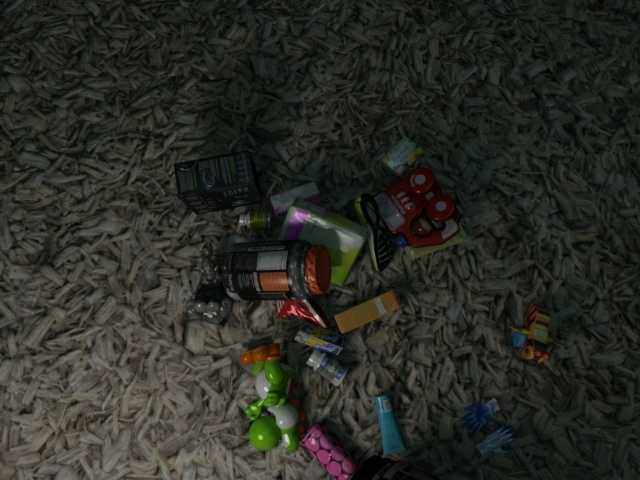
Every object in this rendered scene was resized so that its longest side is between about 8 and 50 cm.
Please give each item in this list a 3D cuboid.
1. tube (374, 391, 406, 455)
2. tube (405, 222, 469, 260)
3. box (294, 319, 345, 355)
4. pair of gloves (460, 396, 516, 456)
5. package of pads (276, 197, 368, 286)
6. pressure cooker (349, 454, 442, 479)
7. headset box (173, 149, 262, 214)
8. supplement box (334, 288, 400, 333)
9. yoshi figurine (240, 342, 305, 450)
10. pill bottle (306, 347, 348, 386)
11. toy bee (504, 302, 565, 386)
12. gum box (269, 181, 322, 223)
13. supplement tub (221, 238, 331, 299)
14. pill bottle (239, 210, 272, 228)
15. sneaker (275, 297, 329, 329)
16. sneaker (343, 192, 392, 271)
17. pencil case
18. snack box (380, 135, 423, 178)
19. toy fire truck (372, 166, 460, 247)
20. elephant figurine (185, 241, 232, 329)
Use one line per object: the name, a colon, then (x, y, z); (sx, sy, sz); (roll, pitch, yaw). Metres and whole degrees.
tube: (0.238, 0.643, 1.618); (0.080, 0.052, 0.207); (-13, 84, 2)
tube: (0.438, 0.005, 1.744); (0.240, 0.062, 0.070); (-23, 115, -9)
box: (-0.002, 0.347, 1.636); (0.169, 0.059, 0.054); (22, 42, -7)
pair of gloves: (0.595, 0.663, 1.628); (0.159, 0.023, 0.198); (-29, 80, -6)
package of pads: (0.000, 0.000, 1.661); (0.297, 0.101, 0.229); (25, 118, 3)
pressure cooker: (0.205, 0.861, 1.361); (0.420, 0.369, 0.375); (16, 40, 35)
headset box: (-0.351, -0.206, 1.676); (0.283, 0.246, 0.131); (-11, 80, -2)
supplement box: (0.167, 0.259, 1.676); (0.233, 0.078, 0.080); (-25, 80, -6)
yoshi figurine: (-0.187, 0.549, 1.568); (0.203, 0.203, 0.362); (-20, 82, 12)
pill bottle: (0.023, 0.446, 1.636); (0.137, 0.078, 0.078); (33, 80, 5)
toy bee: (0.763, 0.366, 1.621); (0.195, 0.162, 0.298); (-1, 79, -3)
gum box: (-0.094, -0.137, 1.729); (0.188, 0.107, 0.062); (-19, 57, -5)
supplement tub: (-0.146, 0.102, 1.576); (0.338, 0.207, 0.207); (-2, 78, 20)
pill bottle: (-0.244, -0.078, 1.744); (0.116, 0.065, 0.065); (2, 79, 0)
sneaker: (-0.077, 0.265, 1.684); (0.128, 0.087, 0.221); (-43, 80, 8)
sneaker: (0.177, -0.025, 1.724); (0.111, 0.121, 0.300); (-21, 97, -38)
pencil case: (0.025, 0.728, 1.578); (0.209, 0.095, 0.098); (46, 108, 10)
snack box: (0.320, -0.328, 1.815); (0.100, 0.037, 0.141); (43, 81, 9)
toy fire truck: (0.357, -0.103, 1.706); (0.254, 0.169, 0.302); (-36, 68, 13)
elephant figurine: (-0.382, 0.163, 1.658); (0.169, 0.186, 0.239); (20, 47, -31)
